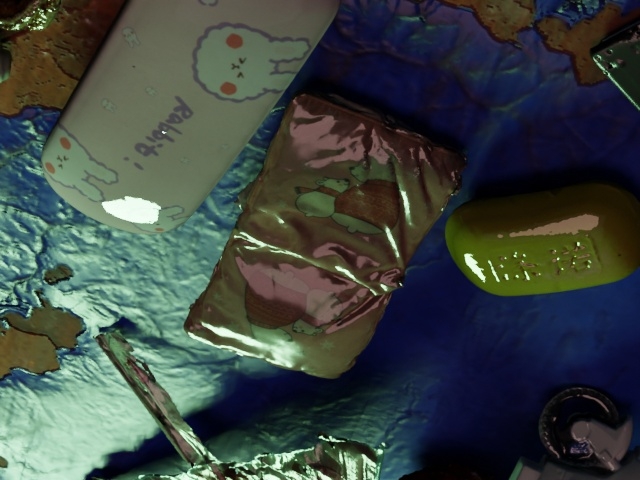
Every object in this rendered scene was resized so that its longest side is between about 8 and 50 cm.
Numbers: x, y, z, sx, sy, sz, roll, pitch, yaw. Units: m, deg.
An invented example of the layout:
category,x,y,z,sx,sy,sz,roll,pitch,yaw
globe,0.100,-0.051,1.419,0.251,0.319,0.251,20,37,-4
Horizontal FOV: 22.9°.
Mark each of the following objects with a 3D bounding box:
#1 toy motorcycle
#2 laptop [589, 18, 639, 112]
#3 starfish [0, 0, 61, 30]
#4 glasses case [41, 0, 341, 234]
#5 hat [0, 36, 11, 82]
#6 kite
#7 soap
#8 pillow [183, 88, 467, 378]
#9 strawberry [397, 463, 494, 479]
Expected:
category,x,y,z,sx,sy,sz,roll,pitch,yaw
toy motorcycle,0.204,0.233,1.230,0.150,0.102,0.221,26,98,-1
laptop,0.270,-0.088,0.985,0.129,0.016,0.180,-28,124,36
starfish,-0.175,-0.197,0.925,0.190,0.074,0.146,19,95,2
glasses case,-0.086,-0.107,1.011,0.113,0.075,0.297,27,136,-13
hat,-0.343,-0.076,0.989,0.168,0.301,0.258,30,140,15
kite,-0.071,0.216,1.321,0.406,0.014,0.368,-17,114,44
soap,0.155,0.000,1.083,0.140,0.045,0.089,-9,136,23
pillow,0.000,0.000,1.121,0.135,0.049,0.248,20,132,-8
strawberry,0.102,0.242,1.313,0.145,0.086,0.145,7,138,6
